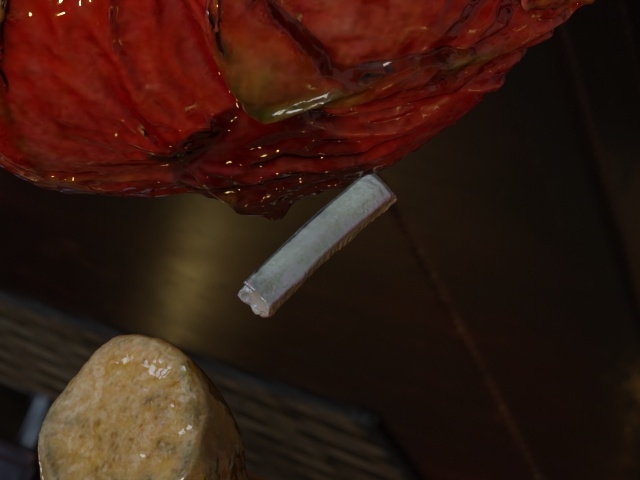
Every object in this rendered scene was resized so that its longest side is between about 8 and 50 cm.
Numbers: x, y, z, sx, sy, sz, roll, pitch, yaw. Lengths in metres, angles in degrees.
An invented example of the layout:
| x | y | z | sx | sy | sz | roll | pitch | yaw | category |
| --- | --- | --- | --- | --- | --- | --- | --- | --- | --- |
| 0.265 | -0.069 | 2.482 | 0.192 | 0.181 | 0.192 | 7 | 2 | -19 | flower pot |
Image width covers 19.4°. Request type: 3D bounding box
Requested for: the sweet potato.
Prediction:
| x | y | z | sx | sy | sz | roll | pitch | yaw | category |
| --- | --- | --- | --- | --- | --- | --- | --- | --- | --- |
| -0.069 | 0.160 | 0.832 | 0.097 | 0.097 | 0.251 | 13 | 124 | 29 | sweet potato |

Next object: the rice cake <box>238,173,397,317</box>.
| x | y | z | sx | sy | sz | roll | pitch | yaw | category |
| --- | --- | --- | --- | --- | --- | --- | --- | --- | --- |
| 0.000 | 0.000 | 1.792 | 0.047 | 0.207 | 0.036 | 44 | 147 | 4 | rice cake |

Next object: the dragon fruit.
| x | y | z | sx | sy | sz | roll | pitch | yaw | category |
| --- | --- | --- | --- | --- | --- | --- | --- | --- | --- |
| -0.027 | -0.163 | 0.863 | 0.330 | 0.240 | 0.302 | -7 | 160 | 14 | dragon fruit |
